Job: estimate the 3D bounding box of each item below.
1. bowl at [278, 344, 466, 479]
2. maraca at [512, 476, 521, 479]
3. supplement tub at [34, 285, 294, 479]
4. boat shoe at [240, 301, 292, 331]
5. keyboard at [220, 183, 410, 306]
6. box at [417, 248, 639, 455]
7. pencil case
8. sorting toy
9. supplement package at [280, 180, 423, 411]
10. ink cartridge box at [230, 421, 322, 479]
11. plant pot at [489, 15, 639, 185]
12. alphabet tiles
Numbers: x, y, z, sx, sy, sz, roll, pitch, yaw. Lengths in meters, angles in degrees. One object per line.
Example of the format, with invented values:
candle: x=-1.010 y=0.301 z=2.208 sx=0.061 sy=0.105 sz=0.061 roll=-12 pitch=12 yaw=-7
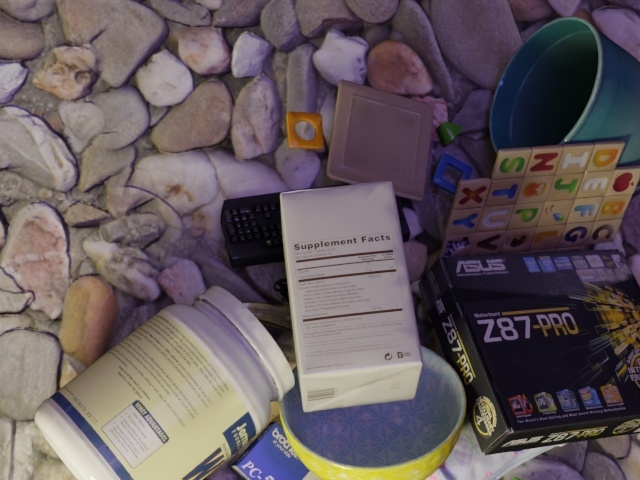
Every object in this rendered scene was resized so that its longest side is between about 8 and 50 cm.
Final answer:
bowl: x=0.084 y=0.301 z=1.632 sx=0.290 sy=0.289 sz=0.156 roll=-20 pitch=128 yaw=-19
maraca: x=0.308 y=0.481 z=1.704 sx=0.127 sy=0.099 sz=0.185 roll=21 pitch=85 yaw=-40
supplement tub: x=-0.223 y=0.241 z=1.524 sx=0.325 sy=0.235 sz=0.235 roll=-39 pitch=92 yaw=-19
boat shoe: x=-0.092 y=0.126 z=1.684 sx=0.153 sy=0.056 sz=0.048 roll=6 pitch=81 yaw=-26
keyboard: x=0.000 y=0.000 z=1.725 sx=0.317 sy=0.033 sz=0.201 roll=-9 pitch=68 yaw=-18
box: x=0.391 y=0.173 z=1.716 sx=0.395 sy=0.097 sz=0.318 roll=-1 pitch=55 yaw=-26
pencil case: x=0.286 y=0.341 z=1.723 sx=0.273 sy=0.113 sz=0.124 roll=-26 pitch=64 yaw=-19
sorting toy: x=0.100 y=-0.170 z=1.803 sx=0.348 sy=0.047 sz=0.196 roll=13 pitch=69 yaw=-17
supplement package: x=0.040 y=0.085 z=1.557 sx=0.175 sy=0.177 sz=0.292 roll=-6 pitch=64 yaw=-2
ink cartridge box: x=-0.035 y=0.394 z=1.652 sx=0.207 sy=0.046 sz=0.097 roll=45 pitch=70 yaw=-4
plant pot: x=0.482 y=-0.215 z=1.827 sx=0.255 sy=0.272 sz=0.271 roll=21 pitch=74 yaw=-27
alphabet tiles: x=0.373 y=-0.046 z=1.763 sx=0.343 sy=0.285 sz=0.011 roll=-6 pitch=43 yaw=-17
